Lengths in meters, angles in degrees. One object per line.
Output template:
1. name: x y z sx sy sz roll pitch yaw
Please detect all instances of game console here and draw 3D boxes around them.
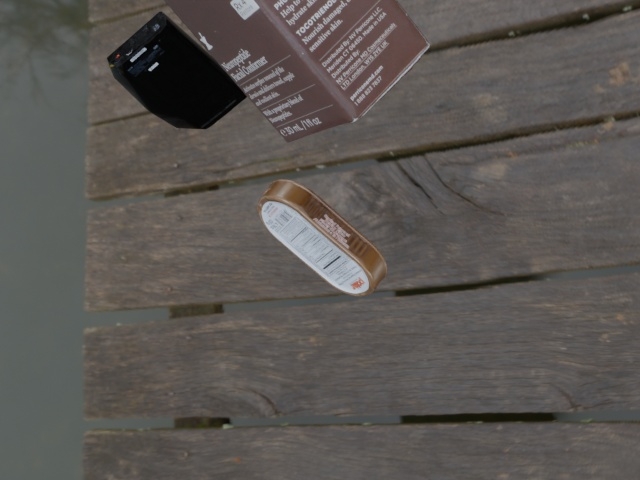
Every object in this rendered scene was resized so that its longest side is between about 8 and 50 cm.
1. game console: -0.140 -0.319 1.172 0.361 0.213 0.044 -35 56 13

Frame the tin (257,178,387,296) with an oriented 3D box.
1. tin: 0.000 0.000 0.951 0.189 0.106 0.040 40 65 -5

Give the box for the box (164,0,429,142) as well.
1. box: -0.079 -0.297 0.809 0.143 0.381 0.191 -46 17 -18
